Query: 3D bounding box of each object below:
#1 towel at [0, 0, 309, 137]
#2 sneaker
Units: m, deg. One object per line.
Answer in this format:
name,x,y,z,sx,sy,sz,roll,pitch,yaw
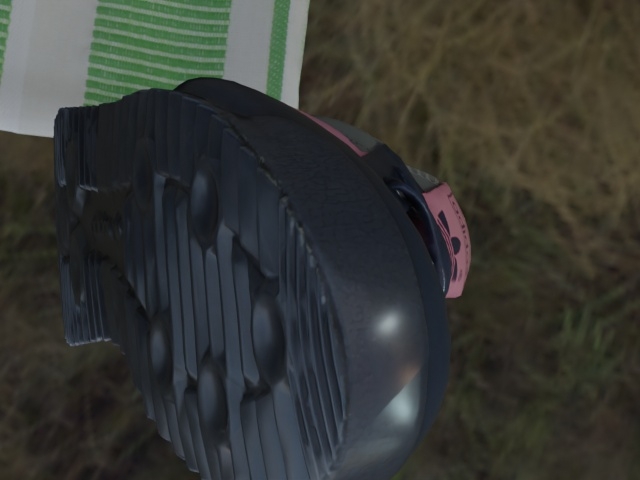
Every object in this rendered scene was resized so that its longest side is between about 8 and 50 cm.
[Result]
towel,-0.163,-0.179,1.124,0.325,0.247,0.038,7,164,-6
sneaker,0.000,0.000,0.600,0.131,0.319,0.112,-3,100,-17
